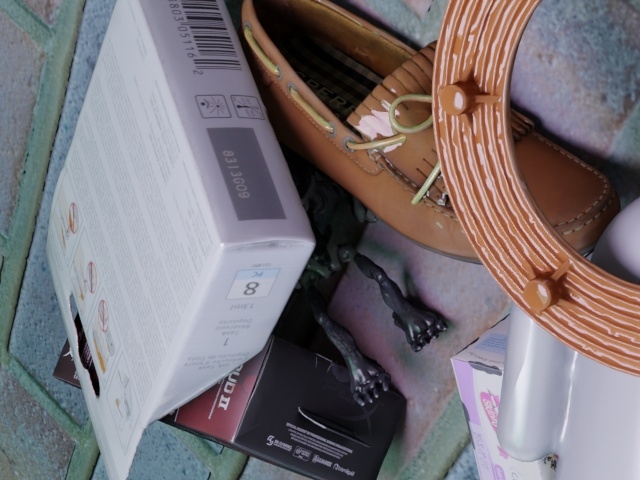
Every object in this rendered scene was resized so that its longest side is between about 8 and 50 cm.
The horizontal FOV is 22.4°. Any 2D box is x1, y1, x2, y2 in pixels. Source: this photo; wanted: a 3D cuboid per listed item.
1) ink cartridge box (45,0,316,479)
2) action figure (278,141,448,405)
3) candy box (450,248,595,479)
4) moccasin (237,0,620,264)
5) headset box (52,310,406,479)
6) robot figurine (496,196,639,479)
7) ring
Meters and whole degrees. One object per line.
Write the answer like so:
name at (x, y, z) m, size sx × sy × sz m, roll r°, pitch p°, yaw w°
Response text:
ink cartridge box at (-0.141, 0.004, 1.428) m, size 0.385 × 0.091 × 0.308 m, roll 115°, pitch 142°, yaw -46°
action figure at (0.000, 0.000, 1.430) m, size 0.276 × 0.164 × 0.141 m, roll 53°, pitch 169°, yaw -8°
candy box at (0.202, 0.120, 1.257) m, size 0.070 × 0.196 × 0.165 m, roll 11°, pitch 124°, yaw 45°
moccasin at (0.077, -0.103, 1.297) m, size 0.380 × 0.139 × 0.147 m, roll 39°, pitch 149°, yaw 36°
headset box at (-0.078, 0.146, 1.567) m, size 0.293 × 0.110 × 0.218 m, roll 13°, pitch 169°, yaw 41°
robot figurine at (0.274, 0.107, 1.118) m, size 0.299 × 0.200 × 0.354 m, roll 7°, pitch 97°, yaw -2°
ring at (0.201, -0.072, 0.982) m, size 0.336 × 0.032 × 0.337 m, roll 13°, pitch 111°, yaw 36°
